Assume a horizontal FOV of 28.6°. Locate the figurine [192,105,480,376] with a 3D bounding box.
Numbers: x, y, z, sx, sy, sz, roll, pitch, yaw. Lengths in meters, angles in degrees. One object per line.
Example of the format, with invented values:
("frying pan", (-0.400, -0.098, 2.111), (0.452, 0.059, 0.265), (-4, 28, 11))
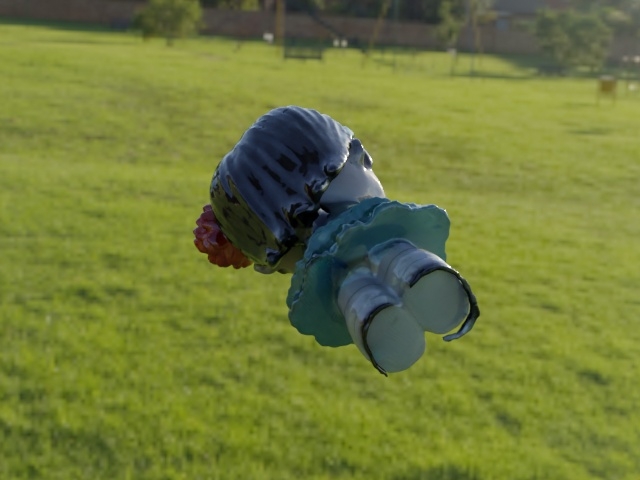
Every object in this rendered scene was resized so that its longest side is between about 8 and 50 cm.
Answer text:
("figurine", (0.000, 0.000, 0.824), (0.138, 0.110, 0.245), (-40, 35, -3))
